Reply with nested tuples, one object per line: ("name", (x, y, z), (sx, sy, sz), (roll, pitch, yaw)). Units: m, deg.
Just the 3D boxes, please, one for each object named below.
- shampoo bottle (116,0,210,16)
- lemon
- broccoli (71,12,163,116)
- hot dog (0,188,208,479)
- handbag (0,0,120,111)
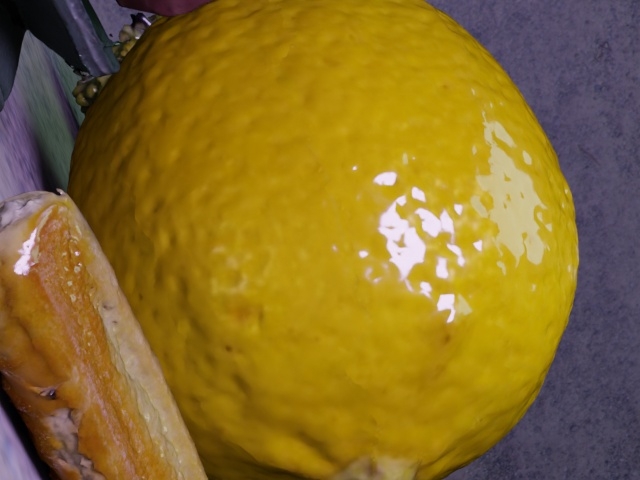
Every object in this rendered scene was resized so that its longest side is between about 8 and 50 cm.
("shampoo bottle", (-0.084, -0.184, 0.486), (0.068, 0.067, 0.236), (40, -19, 32))
("lemon", (-0.001, -0.001, 0.805), (0.336, 0.336, 0.336), (159, -90, -86))
("broccoli", (-0.121, -0.081, 1.244), (0.242, 0.273, 0.180), (23, 36, -32))
("hot dog", (-0.080, 0.071, 0.482), (0.066, 0.047, 0.215), (-62, 145, -43))
("handbag", (-0.178, -0.211, 0.564), (0.247, 0.079, 0.260), (81, -13, -67))
